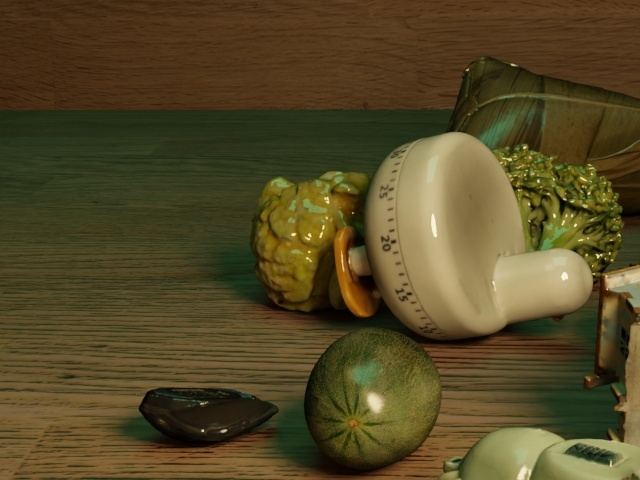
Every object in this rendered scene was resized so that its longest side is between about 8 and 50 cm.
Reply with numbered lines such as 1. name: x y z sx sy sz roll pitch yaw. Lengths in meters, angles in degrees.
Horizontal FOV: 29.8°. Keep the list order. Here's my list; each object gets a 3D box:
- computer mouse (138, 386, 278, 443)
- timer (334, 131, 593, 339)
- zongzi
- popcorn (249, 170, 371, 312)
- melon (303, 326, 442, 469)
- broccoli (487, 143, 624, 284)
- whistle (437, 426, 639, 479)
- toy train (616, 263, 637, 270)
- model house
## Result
1. computer mouse: -0.100 0.157 1.075 0.135 0.047 0.079 3 3 -38
2. timer: 0.163 -0.005 1.325 0.240 0.233 0.233 -11 6 33
3. zongzi: 0.418 -0.068 1.861 0.500 0.218 0.467 14 41 8
4. popcorn: 0.000 -0.001 1.470 0.185 0.167 0.187 -4 9 8
5. melon: 0.045 0.132 1.026 0.114 0.114 0.167 4 14 17
6. broccoli: 0.264 -0.029 1.541 0.242 0.180 0.273 5 15 16
7. whistle: 0.187 0.188 0.843 0.244 0.092 0.110 9 15 40
8. toy train: 0.436 0.070 1.293 0.269 0.115 0.154 0 14 -22
9. model house: 0.352 0.092 1.040 0.271 0.178 0.206 -3 20 -1
